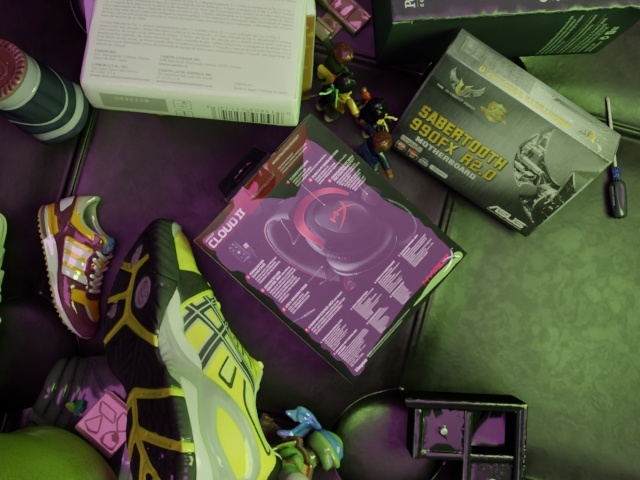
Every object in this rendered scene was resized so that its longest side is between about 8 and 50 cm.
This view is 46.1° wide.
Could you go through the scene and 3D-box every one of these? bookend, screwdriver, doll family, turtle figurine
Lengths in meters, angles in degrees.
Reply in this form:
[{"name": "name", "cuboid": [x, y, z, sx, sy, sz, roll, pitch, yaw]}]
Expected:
[{"name": "bookend", "cuboid": [0.179, 0.278, 0.971, 0.157, 0.072, 0.156, 4, 87, -1]}, {"name": "screwdriver", "cuboid": [0.400, -0.114, 1.020, 0.024, 0.025, 0.169, -3, 88, -2]}, {"name": "doll family", "cuboid": [0.046, -0.167, 0.962, 0.076, 0.111, 0.193, -41, 91, -16]}, {"name": "turtle figurine", "cuboid": [-0.059, 0.357, 0.887, 0.266, 0.198, 0.274, -22, 84, -15]}]

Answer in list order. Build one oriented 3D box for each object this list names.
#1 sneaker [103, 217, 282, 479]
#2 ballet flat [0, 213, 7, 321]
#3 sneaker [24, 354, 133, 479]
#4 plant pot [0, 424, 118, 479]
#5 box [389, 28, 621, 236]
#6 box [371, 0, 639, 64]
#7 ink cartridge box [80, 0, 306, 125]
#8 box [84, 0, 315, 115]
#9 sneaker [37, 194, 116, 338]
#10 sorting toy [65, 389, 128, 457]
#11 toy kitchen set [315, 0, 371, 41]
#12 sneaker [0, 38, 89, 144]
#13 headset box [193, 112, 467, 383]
[{"name": "sneaker", "cuboid": [-0.157, 0.140, 0.896, 0.145, 0.147, 0.384, -45, 46, 33]}, {"name": "ballet flat", "cuboid": [-0.473, -0.045, 0.931, 0.147, 0.147, 0.408, -25, 97, -3]}, {"name": "sneaker", "cuboid": [-0.298, 0.280, 0.946, 0.147, 0.104, 0.295, 8, 81, 0]}, {"name": "plant pot", "cuboid": [-0.383, 0.346, 0.740, 0.367, 0.353, 0.366, 3, 96, 23]}, {"name": "box", "cuboid": [0.219, -0.126, 0.937, 0.231, 0.183, 0.056, 34, 56, -1]}, {"name": "box", "cuboid": [0.219, -0.420, 0.952, 0.313, 0.179, 0.343, -3, 87, -3]}, {"name": "ink cartridge box", "cuboid": [-0.100, -0.217, 0.663, 0.181, 0.056, 0.224, 5, 72, -2]}, {"name": "box", "cuboid": [-0.121, -0.267, 0.851, 0.215, 0.345, 0.168, -6, 88, -1]}, {"name": "sneaker", "cuboid": [-0.302, 0.032, 0.970, 0.084, 0.069, 0.185, -16, 89, 3]}, {"name": "sorting toy", "cuboid": [-0.263, 0.211, 0.902, 0.083, 0.012, 0.062, 42, 81, 0]}, {"name": "toy kitchen set", "cuboid": [0.015, -0.307, 0.991, 0.083, 0.075, 0.068, 44, 88, 5]}, {"name": "sneaker", "cuboid": [-0.415, -0.217, 0.975, 0.282, 0.153, 0.099, 34, 89, 30]}, {"name": "headset box", "cuboid": [0.000, 0.000, 0.959, 0.293, 0.110, 0.218, 41, 87, 0]}]
